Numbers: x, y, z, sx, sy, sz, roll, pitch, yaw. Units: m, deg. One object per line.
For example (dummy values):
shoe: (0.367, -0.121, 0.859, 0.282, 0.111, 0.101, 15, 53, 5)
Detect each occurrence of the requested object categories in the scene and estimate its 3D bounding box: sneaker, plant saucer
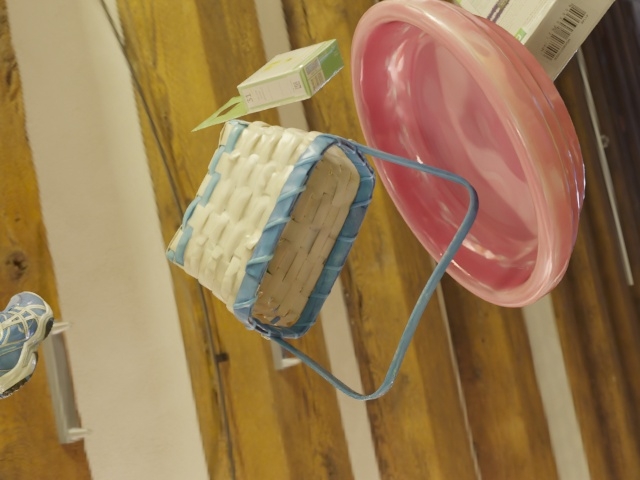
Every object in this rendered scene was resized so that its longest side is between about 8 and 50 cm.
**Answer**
sneaker: (-0.431, 0.124, 1.006, 0.081, 0.080, 0.211, 55, -177, -28)
plant saucer: (0.148, -0.095, 0.736, 0.084, 0.332, 0.332, -29, -74, -14)

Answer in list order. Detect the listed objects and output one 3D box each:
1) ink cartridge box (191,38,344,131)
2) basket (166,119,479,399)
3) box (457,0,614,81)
ink cartridge box: (-0.095, -0.260, 1.212, 0.171, 0.234, 0.056, -56, -49, -53)
basket: (0.000, 0.000, 0.801, 0.255, 0.288, 0.201, -62, -28, 2)
box: (0.260, -0.331, 0.811, 0.058, 0.232, 0.322, 25, -152, -18)
